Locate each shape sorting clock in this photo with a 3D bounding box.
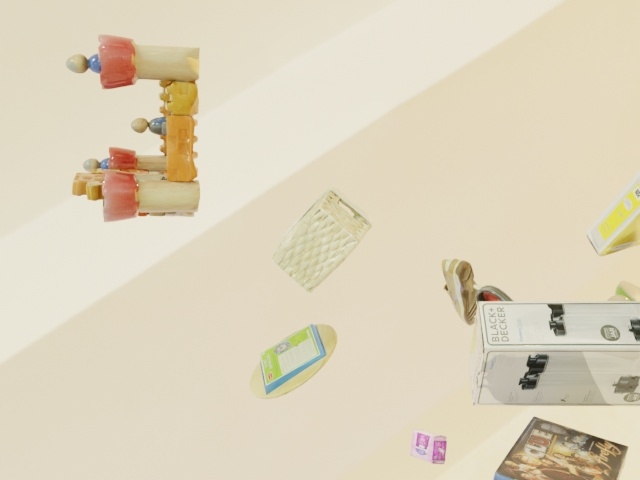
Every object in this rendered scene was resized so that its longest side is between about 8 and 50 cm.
[{"bbox_3d":[-0.053,0.241,1.613,0.206,0.206,0.040,-35,-69,-12],"label":"shape sorting clock"}]

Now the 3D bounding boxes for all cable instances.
[{"bbox_3d":[0.420,0.157,1.612,0.072,0.287,0.139,-43,-49,-33],"label":"cable"}]

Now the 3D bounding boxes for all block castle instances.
[{"bbox_3d":[-0.338,-0.208,1.454,0.213,0.453,0.303,-1,-78,-13],"label":"block castle"}]

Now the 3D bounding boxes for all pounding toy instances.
[{"bbox_3d":[0.656,0.185,1.662,0.110,0.183,0.237,-56,-21,20],"label":"pounding toy"}]

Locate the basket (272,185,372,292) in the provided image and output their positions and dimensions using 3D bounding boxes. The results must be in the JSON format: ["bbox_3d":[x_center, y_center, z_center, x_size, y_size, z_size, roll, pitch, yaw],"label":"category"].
[{"bbox_3d":[0.000,0.000,1.515,0.113,0.103,0.167,41,-64,-5],"label":"basket"}]

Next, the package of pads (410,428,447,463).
[{"bbox_3d":[0.192,0.366,1.437,0.032,0.083,0.050,9,-97,-22],"label":"package of pads"}]

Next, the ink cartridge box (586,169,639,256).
[{"bbox_3d":[0.642,-0.102,1.344,0.304,0.072,0.307,-14,-23,-16],"label":"ink cartridge box"}]

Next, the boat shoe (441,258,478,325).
[{"bbox_3d":[0.312,0.111,1.816,0.068,0.072,0.190,-44,-46,-32],"label":"boat shoe"}]

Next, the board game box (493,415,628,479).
[{"bbox_3d":[0.386,0.365,1.285,0.243,0.165,0.042,-20,-59,-61],"label":"board game box"}]

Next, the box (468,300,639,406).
[{"bbox_3d":[0.375,0.171,1.210,0.290,0.087,0.169,-1,-41,4],"label":"box"}]
